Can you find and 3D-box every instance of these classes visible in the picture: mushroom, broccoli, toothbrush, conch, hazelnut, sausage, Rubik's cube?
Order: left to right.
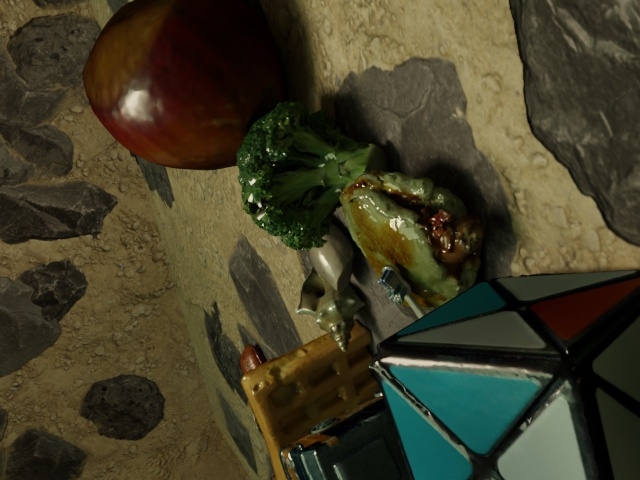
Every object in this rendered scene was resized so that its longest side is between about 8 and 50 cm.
[{"bbox_3d":[-0.268,-0.312,1.247,0.429,0.402,0.402,27,135,48],"label":"hazelnut"},{"bbox_3d":[-0.196,0.524,2.229,0.330,0.102,0.102,60,156,17],"label":"sausage"},{"bbox_3d":[-0.014,-0.116,1.102,0.270,0.270,0.270,2,117,31],"label":"broccoli"},{"bbox_3d":[0.000,0.000,1.314,0.225,0.093,0.116,53,175,19],"label":"mushroom"},{"bbox_3d":[0.019,0.142,1.373,0.114,0.137,0.234,52,-179,-42],"label":"conch"},{"bbox_3d":[0.201,0.186,0.993,0.386,0.040,0.040,53,163,-23],"label":"toothbrush"},{"bbox_3d":[0.246,0.185,0.688,0.246,0.250,0.248,-9,100,50],"label":"Rubik's cube"}]

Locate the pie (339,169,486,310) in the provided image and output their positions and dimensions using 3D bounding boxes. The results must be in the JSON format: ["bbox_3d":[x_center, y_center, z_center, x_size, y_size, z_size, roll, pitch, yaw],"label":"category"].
[{"bbox_3d":[0.134,0.007,0.975,0.257,0.105,0.274,29,150,30],"label":"pie"}]

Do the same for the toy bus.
[{"bbox_3d":[0.109,0.370,1.129,0.162,0.323,0.194,65,154,5],"label":"toy bus"}]

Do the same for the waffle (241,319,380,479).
[{"bbox_3d":[0.000,0.384,1.408,0.077,0.304,0.348,27,137,56],"label":"waffle"}]

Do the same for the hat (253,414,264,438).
[{"bbox_3d":[-0.082,0.534,1.935,0.275,0.161,0.232,-19,107,44],"label":"hat"}]

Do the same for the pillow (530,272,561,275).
[{"bbox_3d":[0.330,0.143,0.797,0.130,0.033,0.217,-2,109,58],"label":"pillow"}]
